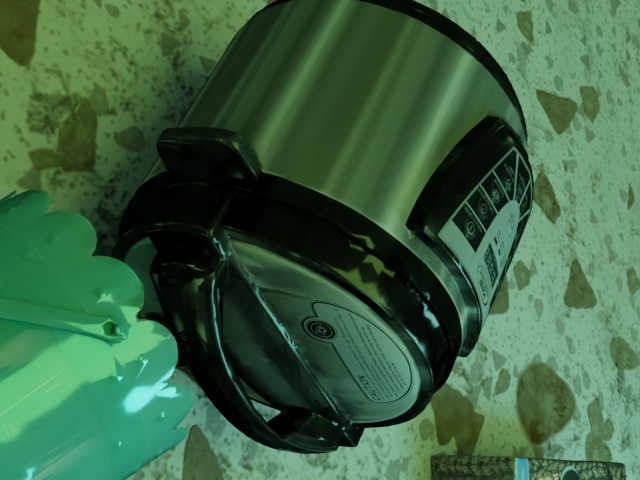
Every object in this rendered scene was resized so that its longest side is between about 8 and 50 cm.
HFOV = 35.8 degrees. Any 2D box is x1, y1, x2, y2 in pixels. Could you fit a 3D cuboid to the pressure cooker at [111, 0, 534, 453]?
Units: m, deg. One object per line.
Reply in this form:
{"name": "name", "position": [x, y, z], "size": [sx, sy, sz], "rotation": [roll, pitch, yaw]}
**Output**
{"name": "pressure cooker", "position": [-0.005, 0.001, 1.024], "size": [0.370, 0.375, 0.420], "rotation": [32, 58, -8]}

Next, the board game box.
{"name": "board game box", "position": [0.301, 0.424, 1.399], "size": [0.291, 0.141, 0.232], "rotation": [14, 72, -43]}

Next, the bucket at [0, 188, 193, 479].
{"name": "bucket", "position": [-0.260, 0.113, 0.809], "size": [0.183, 0.281, 0.281], "rotation": [-35, 107, -35]}
